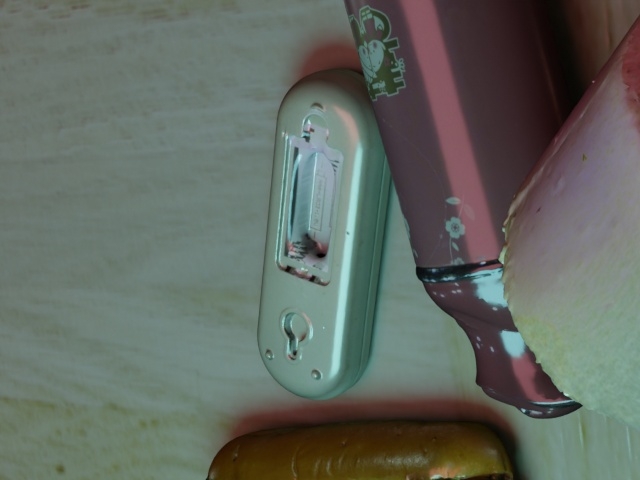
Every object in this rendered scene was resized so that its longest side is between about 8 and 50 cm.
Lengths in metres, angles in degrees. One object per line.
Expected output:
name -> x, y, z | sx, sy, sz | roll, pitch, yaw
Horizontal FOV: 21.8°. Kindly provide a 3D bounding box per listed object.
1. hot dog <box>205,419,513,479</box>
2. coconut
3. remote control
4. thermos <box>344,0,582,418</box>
hot dog -> 0.018, 0.169, 1.072 | 0.249, 0.068, 0.100 | -10, 96, 39
coconut -> 0.217, -0.018, 0.753 | 0.233, 0.233, 0.245 | 53, 148, 13
remote control -> 0.000, 0.000, 1.051 | 0.078, 0.042, 0.221 | 20, 115, 31
thermos -> 0.078, -0.058, 0.929 | 0.136, 0.109, 0.330 | -11, 97, 39
